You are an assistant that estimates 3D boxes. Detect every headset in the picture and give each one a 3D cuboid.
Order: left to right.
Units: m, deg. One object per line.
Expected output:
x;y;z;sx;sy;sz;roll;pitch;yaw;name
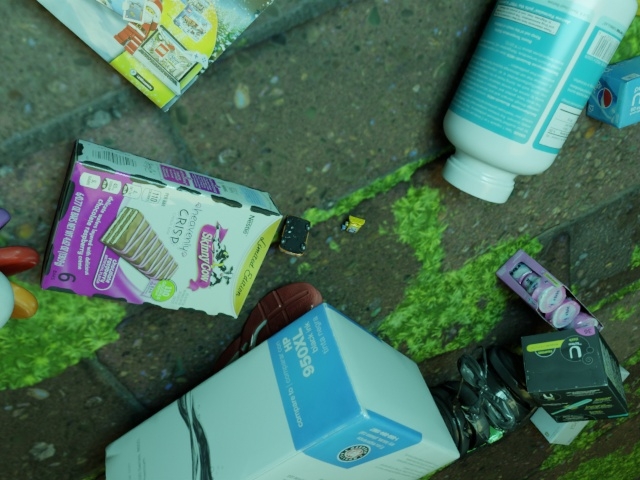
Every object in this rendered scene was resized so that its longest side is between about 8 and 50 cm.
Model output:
0.303;0.311;0.966;0.243;0.185;0.394;-32;139;-1;headset

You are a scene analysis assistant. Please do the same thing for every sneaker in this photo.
-0.049;0.153;0.795;0.128;0.087;0.221;24;121;-42;sneaker

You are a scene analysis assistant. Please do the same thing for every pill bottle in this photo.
0.245;-0.182;0.653;0.146;0.146;0.264;9;116;-28;pill bottle

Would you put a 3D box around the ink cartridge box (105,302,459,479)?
-0.055;0.295;0.750;0.395;0.166;0.285;-35;138;14;ink cartridge box

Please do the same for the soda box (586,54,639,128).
0.499;-0.233;0.779;0.210;0.067;0.071;-19;126;-10;soda box

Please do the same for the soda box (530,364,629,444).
0.556;0.339;1.161;0.069;0.074;0.216;18;112;-31;soda box

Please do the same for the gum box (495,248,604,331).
0.390;0.100;0.918;0.188;0.107;0.062;35;102;-35;gum box

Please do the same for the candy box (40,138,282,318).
-0.183;-0.004;0.631;0.233;0.071;0.159;13;114;-30;candy box

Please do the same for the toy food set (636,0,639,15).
0.422;-0.358;0.675;0.218;0.071;0.128;1;144;-21;toy food set

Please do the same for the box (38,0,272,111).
-0.178;-0.256;0.489;0.159;0.044;0.233;-43;127;6;box

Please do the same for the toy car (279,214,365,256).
0.000;0.000;0.724;0.122;0.060;0.040;2;151;-17;toy car

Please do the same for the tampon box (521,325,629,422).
0.425;0.227;0.897;0.120;0.101;0.161;-17;139;32;tampon box

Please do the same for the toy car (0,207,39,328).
-0.362;0.021;0.536;0.159;0.136;0.182;-21;109;44;toy car
